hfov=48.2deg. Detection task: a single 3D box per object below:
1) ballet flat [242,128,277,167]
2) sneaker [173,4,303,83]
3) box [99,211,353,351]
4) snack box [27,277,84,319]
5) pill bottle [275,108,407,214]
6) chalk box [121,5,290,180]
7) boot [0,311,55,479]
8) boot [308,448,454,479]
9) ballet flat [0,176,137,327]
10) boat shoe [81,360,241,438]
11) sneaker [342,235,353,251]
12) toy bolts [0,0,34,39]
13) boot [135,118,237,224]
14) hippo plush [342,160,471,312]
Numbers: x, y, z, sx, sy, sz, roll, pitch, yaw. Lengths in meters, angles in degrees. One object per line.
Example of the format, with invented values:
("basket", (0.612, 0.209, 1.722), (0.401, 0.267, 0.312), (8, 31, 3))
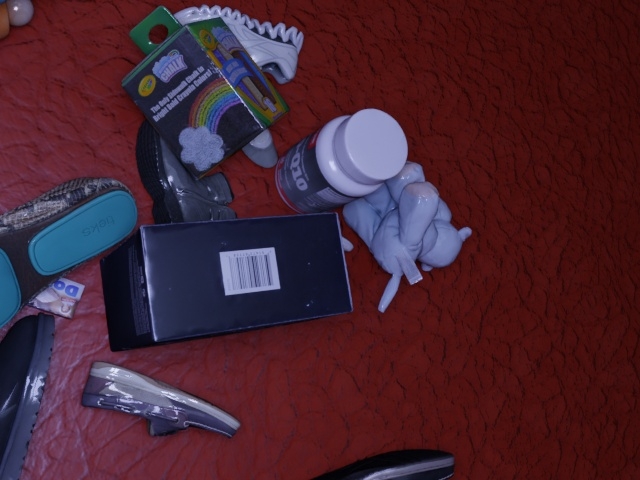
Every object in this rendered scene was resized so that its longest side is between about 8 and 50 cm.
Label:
("ballet flat", (-0.152, -0.243, 1.460), (0.072, 0.068, 0.213), (-40, 100, -29))
("sneaker", (-0.171, -0.401, 1.468), (0.292, 0.110, 0.118), (7, 86, -26))
("box", (-0.174, 0.076, 1.245), (0.343, 0.312, 0.178), (-5, 83, -28))
("snack box", (-0.506, 0.077, 1.234), (0.178, 0.022, 0.064), (23, 68, -22))
("pill bottle", (0.037, -0.153, 1.419), (0.161, 0.283, 0.161), (6, 77, -27))
("chalk box", (-0.228, -0.294, 1.332), (0.289, 0.180, 0.179), (54, 23, -9))
("boot", (-0.660, 0.243, 1.063), (0.445, 0.146, 0.366), (16, 71, -20))
("boot", (0.114, 0.581, 1.391), (0.378, 0.138, 0.284), (-12, 85, -23))
("ballet flat", (-0.507, 0.029, 1.134), (0.483, 0.182, 0.164), (-42, 135, -46))
("boat shoe", (-0.283, 0.301, 1.268), (0.285, 0.103, 0.092), (26, 74, -17))
("sneaker", (0.000, 0.000, 1.509), (0.152, 0.054, 0.061), (21, 95, -27))
("toy bolts", (-0.557, -0.445, 1.175), (0.159, 0.228, 0.218), (-19, 108, -29))
("boot", (-0.257, -0.118, 1.389), (0.161, 0.083, 0.246), (-11, 85, -42))
("hippo plush", (0.221, -0.031, 1.517), (0.237, 0.234, 0.294), (4, 52, -39))
